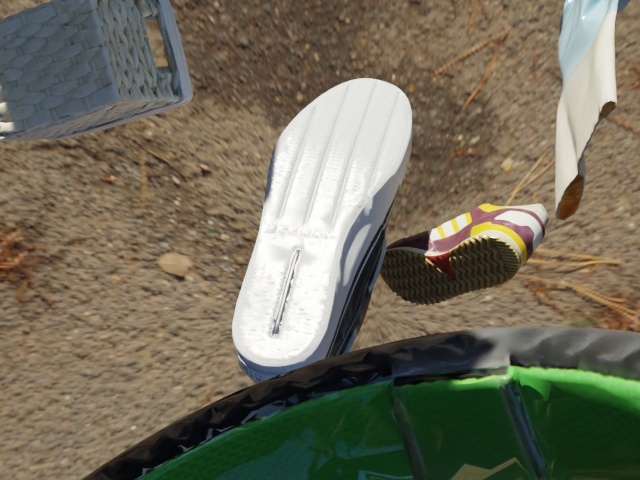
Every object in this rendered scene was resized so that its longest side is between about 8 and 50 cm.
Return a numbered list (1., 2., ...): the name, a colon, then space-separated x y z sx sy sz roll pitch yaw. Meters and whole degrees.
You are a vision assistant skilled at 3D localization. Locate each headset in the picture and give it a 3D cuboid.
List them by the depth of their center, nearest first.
1. headset: -0.002 0.161 0.192 0.244 0.394 0.185 -9 113 24

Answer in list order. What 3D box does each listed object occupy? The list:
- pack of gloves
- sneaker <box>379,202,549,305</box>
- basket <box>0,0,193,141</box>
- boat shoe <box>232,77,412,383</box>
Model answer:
1. pack of gloves: 0.172 -0.153 0.591 0.046 0.195 0.232 13 47 -1
2. sneaker: 0.135 0.009 1.089 0.084 0.186 0.069 -41 110 -37
3. basket: -0.216 -0.154 1.015 0.167 0.103 0.113 -12 95 32
4. boat shoe: 0.000 0.000 1.053 0.121 0.119 0.335 14 59 15
